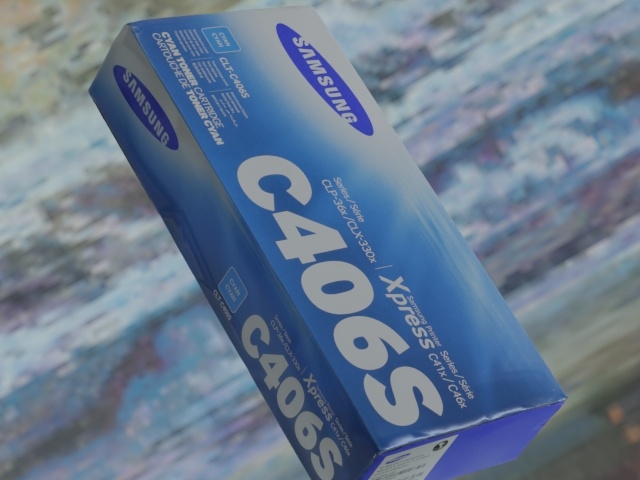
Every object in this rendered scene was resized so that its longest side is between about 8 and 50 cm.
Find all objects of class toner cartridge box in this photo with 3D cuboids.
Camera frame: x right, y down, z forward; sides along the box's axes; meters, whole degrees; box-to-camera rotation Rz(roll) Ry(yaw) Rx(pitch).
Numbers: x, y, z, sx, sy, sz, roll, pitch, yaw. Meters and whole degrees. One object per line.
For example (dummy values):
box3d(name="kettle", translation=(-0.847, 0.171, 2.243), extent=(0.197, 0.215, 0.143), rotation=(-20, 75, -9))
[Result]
box3d(name="toner cartridge box", translation=(0.000, 0.000, 1.285), extent=(0.165, 0.348, 0.075), rotation=(-11, 148, -40))
